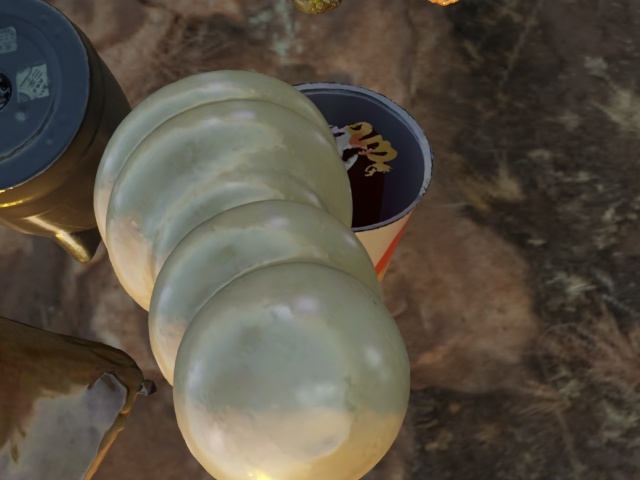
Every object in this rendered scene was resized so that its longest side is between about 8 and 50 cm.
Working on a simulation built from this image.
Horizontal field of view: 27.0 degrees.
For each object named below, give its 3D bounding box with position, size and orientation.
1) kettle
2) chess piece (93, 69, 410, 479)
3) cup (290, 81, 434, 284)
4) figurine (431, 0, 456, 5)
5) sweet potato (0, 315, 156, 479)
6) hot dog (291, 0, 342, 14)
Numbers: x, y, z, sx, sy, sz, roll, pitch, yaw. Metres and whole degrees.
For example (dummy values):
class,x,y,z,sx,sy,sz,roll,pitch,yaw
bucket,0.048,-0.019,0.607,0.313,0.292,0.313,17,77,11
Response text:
class,x,y,z,sx,sy,sz,roll,pitch,yaw
kettle,-0.322,-0.151,1.509,0.228,0.324,0.321,-16,73,5
chess piece,-0.040,0.028,0.760,0.167,0.167,0.299,-65,22,21
cup,0.000,0.000,1.417,0.203,0.203,0.288,45,148,23
figurine,0.101,-0.215,0.930,0.109,0.064,0.047,-58,38,39
sweet potato,-0.238,0.053,0.519,0.131,0.337,0.131,-47,33,44
hot dog,-0.010,-0.222,0.885,0.071,0.045,0.165,-32,61,29
